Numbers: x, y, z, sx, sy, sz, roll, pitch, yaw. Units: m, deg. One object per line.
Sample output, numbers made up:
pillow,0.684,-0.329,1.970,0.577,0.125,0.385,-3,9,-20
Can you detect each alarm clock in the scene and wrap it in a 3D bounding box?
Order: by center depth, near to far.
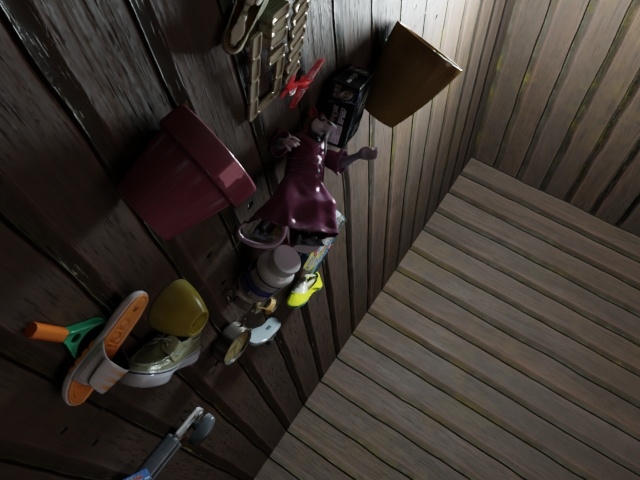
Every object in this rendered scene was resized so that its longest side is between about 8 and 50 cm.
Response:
alarm clock,-0.280,0.323,1.765,0.192,0.064,0.129,-56,162,-20

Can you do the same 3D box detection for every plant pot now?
plant pot,-0.244,-0.105,1.028,0.180,0.201,0.201,-42,160,-5
plant pot,-0.319,0.171,1.373,0.134,0.095,0.134,-51,160,-27
plant pot,0.247,-0.470,1.737,0.254,0.237,0.237,-53,166,23

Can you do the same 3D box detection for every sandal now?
sandal,-0.412,0.225,1.170,0.265,0.076,0.102,-58,163,-5
sandal,-0.171,0.216,1.915,0.072,0.049,0.180,-60,162,0

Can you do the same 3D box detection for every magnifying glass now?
magnifying glass,-0.469,0.181,1.103,0.092,0.026,0.231,-58,161,-7

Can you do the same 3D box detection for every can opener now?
can opener,-0.436,0.633,1.778,0.283,0.095,0.076,-51,159,-27

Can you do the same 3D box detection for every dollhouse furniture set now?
dollhouse furniture set,-0.204,0.143,1.660,0.114,0.081,0.091,-54,161,-19

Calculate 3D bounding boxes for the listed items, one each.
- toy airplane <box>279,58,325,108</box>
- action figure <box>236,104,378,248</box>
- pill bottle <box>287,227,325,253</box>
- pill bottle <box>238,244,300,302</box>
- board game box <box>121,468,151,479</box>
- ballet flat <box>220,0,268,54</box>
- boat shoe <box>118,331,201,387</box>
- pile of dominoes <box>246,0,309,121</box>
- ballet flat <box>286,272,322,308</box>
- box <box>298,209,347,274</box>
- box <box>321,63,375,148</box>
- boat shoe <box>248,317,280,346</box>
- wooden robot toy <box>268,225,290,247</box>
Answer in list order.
toy airplane,-0.049,-0.362,1.364,0.151,0.028,0.151,-50,179,-2
action figure,-0.033,-0.159,1.482,0.276,0.248,0.370,-25,-130,58
pill bottle,-0.031,-0.051,1.651,0.221,0.121,0.121,-76,-172,-68
pill bottle,-0.136,0.087,1.600,0.187,0.112,0.112,-38,-177,46
board game box,-0.550,0.738,1.659,0.136,0.035,0.201,-18,139,-33
ballet flat,-0.128,-0.407,1.037,0.052,0.057,0.168,-110,-139,-65
boat shoe,-0.376,0.264,1.393,0.302,0.109,0.094,-19,122,-77
pile of dominoes,-0.100,-0.392,1.221,0.196,0.040,0.251,-51,168,-29
ballet flat,-0.060,0.171,2.129,0.231,0.077,0.077,-32,126,-60
box,0.000,0.000,2.046,0.233,0.044,0.159,-60,162,-1
box,0.069,-0.360,1.577,0.147,0.078,0.180,-57,167,-54
boat shoe,-0.198,0.336,2.002,0.183,0.065,0.083,-29,144,-59
wooden robot toy,-0.108,-0.019,1.696,0.173,0.076,0.079,50,60,-71
